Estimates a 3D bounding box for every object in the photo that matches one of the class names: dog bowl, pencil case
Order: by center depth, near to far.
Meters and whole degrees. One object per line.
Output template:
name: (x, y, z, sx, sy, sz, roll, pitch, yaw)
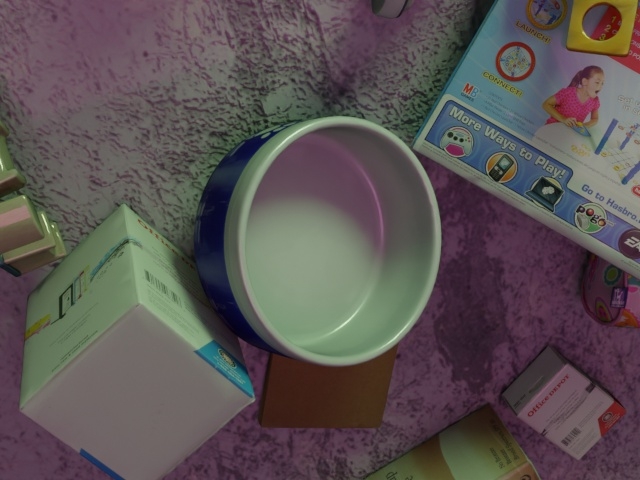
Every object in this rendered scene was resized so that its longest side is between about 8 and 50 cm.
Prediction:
dog bowl: (0.000, 0.000, 1.146, 0.265, 0.104, 0.264, -2, 93, -34)
pencil case: (0.477, 0.049, 1.347, 0.284, 0.124, 0.124, 0, 114, -12)

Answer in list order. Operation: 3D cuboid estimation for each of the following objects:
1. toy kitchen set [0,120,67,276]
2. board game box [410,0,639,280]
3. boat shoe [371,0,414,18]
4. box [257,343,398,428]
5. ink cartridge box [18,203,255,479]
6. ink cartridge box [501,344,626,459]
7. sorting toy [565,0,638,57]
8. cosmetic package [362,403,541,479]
toy kitchen set: (-0.369, -0.068, 1.106, 0.122, 0.166, 0.207, -20, 81, -6)
board game box: (0.307, -0.159, 1.155, 0.308, 0.086, 0.302, 31, 105, 3)
boat shoe: (0.136, -0.350, 1.093, 0.088, 0.096, 0.267, 19, 100, -17)
box: (0.015, 0.147, 1.327, 0.164, 0.021, 0.201, 3, 114, -16)
ink cartridge box: (-0.202, 0.110, 1.135, 0.168, 0.232, 0.171, -42, 118, 9)
ink cartridge box: (0.327, 0.218, 1.422, 0.135, 0.056, 0.099, 38, 100, -27)
sorting toy: (0.295, -0.357, 1.040, 0.196, 0.047, 0.347, -2, 87, 19)
cosmetic package: (0.147, 0.366, 1.392, 0.296, 0.153, 0.129, -33, 116, 0)
